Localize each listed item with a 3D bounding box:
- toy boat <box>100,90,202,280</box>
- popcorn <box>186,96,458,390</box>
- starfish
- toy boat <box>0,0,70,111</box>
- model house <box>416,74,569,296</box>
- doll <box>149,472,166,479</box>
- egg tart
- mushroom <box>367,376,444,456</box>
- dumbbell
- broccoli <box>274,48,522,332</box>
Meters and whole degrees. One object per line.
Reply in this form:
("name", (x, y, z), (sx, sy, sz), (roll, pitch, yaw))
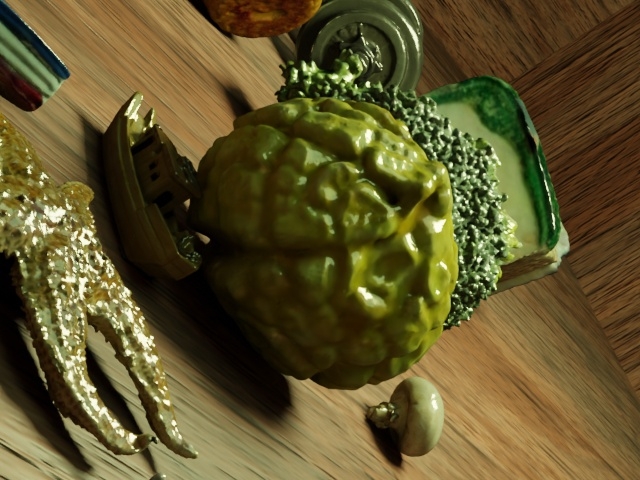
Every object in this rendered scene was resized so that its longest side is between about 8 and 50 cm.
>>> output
("toy boat", (-0.139, -0.049, 1.211), (0.064, 0.072, 0.206), (45, 19, -45))
("popcorn", (0.000, 0.000, 1.279), (0.270, 0.224, 0.258), (48, -18, 19))
("starfish", (-0.182, 0.003, 0.988), (0.299, 0.060, 0.302), (43, 19, -36))
("toy boat", (-0.279, -0.175, 1.042), (0.229, 0.080, 0.046), (43, 54, -38))
("model house", (0.247, -0.069, 2.219), (0.284, 0.243, 0.298), (33, 39, -68))
("doll", (-0.064, 0.226, 0.898), (0.161, 0.059, 0.160), (53, 15, -12))
("egg tart", (-0.084, -0.356, 1.865), (0.202, 0.203, 0.147), (33, 41, -58))
("mushroom", (0.086, 0.183, 1.492), (0.079, 0.085, 0.085), (4, 38, -16))
("dumbbell", (0.061, -0.291, 2.161), (0.192, 0.192, 0.290), (54, 14, -14))
("broccoli", (0.106, -0.044, 1.835), (0.397, 0.275, 0.353), (84, -4, -76))
